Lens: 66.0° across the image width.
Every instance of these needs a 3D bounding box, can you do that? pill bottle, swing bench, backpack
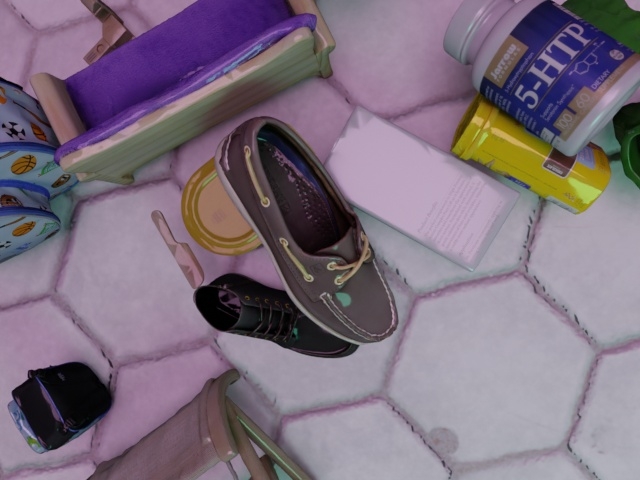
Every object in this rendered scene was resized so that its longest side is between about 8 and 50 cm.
[{"bbox_3d":[0.228,-0.187,0.522,0.186,0.112,0.112,44,95,18],"label":"pill bottle"},{"bbox_3d":[-0.159,0.352,0.637,0.253,0.165,0.255,-39,87,6],"label":"swing bench"},{"bbox_3d":[-0.356,0.224,0.678,0.084,0.114,0.105,-37,85,6],"label":"backpack"},{"bbox_3d":[-0.452,-0.077,0.617,0.263,0.276,0.213,-35,93,0],"label":"backpack"}]

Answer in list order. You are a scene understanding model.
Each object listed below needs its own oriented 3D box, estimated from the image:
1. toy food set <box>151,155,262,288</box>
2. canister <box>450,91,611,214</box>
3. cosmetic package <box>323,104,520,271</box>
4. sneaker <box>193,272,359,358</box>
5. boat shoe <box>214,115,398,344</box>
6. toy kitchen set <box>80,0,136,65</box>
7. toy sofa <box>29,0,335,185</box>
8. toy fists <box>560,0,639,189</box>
[{"bbox_3d":[-0.113,-0.049,0.670,0.217,0.071,0.128,-37,91,1],"label":"toy food set"},{"bbox_3d":[0.256,-0.114,0.607,0.169,0.126,0.073,29,127,2],"label":"canister"},{"bbox_3d":[0.121,-0.065,0.641,0.231,0.085,0.117,31,95,6],"label":"cosmetic package"},{"bbox_3d":[-0.055,0.110,0.643,0.221,0.118,0.083,18,93,5],"label":"sneaker"},{"bbox_3d":[0.000,0.000,0.588,0.116,0.096,0.324,-40,104,-24],"label":"boat shoe"},{"bbox_3d":[-0.322,-0.297,0.686,0.075,0.068,0.083,-44,87,5],"label":"toy kitchen set"},{"bbox_3d":[-0.172,-0.217,0.620,0.362,0.177,0.150,-27,89,7],"label":"toy sofa"},{"bbox_3d":[0.376,-0.174,0.589,0.142,0.096,0.279,-37,84,-24],"label":"toy fists"}]
